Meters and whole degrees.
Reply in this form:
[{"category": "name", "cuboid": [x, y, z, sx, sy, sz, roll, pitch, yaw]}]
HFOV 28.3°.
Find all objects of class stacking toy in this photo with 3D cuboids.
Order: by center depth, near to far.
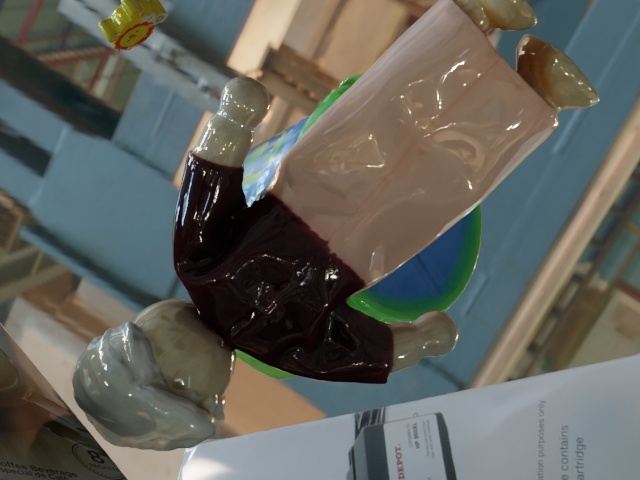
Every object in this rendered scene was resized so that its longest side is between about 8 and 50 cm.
[{"category": "stacking toy", "cuboid": [-0.131, -0.280, 0.990, 0.052, 0.221, 0.167, -12, -113, -57]}]

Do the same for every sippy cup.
[{"category": "sippy cup", "cuboid": [0.003, -0.021, 1.270, 0.305, 0.224, 0.240, -29, -79, -42]}]

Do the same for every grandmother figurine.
[{"category": "grandmother figurine", "cuboid": [0.000, 0.000, 0.736, 0.208, 0.342, 0.104, 49, -178, -9]}]

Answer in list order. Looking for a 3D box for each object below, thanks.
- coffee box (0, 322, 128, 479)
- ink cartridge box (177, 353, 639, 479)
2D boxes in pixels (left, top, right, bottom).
[{"category": "coffee box", "cuboid": [-0.252, 0.105, 0.724, 0.168, 0.119, 0.297, 20, -167, -45]}, {"category": "ink cartridge box", "cuboid": [0.127, 0.238, 0.866, 0.285, 0.395, 0.166, 44, -139, -40]}]
